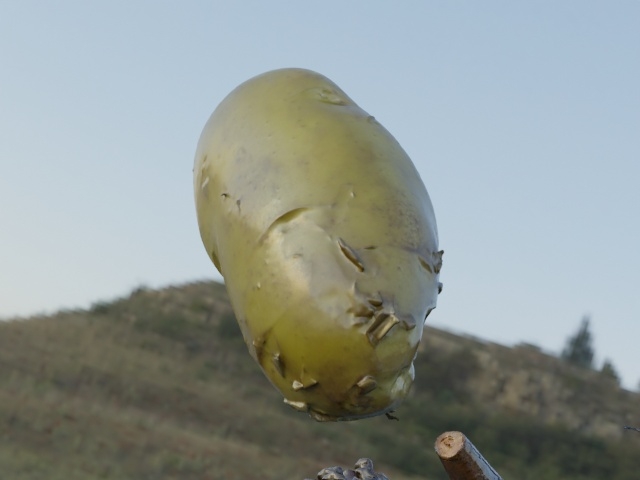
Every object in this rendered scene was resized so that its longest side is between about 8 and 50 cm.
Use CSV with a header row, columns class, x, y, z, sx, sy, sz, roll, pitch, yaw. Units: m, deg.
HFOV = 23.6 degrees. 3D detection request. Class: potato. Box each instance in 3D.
class,x,y,z,sx,sy,sz,roll,pitch,yaw
potato,0.000,0.000,1.126,0.140,0.173,0.300,42,19,-49

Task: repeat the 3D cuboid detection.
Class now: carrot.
class,x,y,z,sx,sy,sz,roll,pitch,yaw
carrot,0.166,0.256,1.617,0.055,0.055,0.161,11,-30,36

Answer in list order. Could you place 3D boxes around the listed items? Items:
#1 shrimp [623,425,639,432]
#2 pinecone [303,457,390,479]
class,x,y,z,sx,sy,sz,roll,pitch,yaw
shrimp,0.479,0.221,1.550,0.343,0.116,0.145,20,-20,8
pinecone,0.047,0.388,2.043,0.204,0.179,0.184,-11,46,-45
